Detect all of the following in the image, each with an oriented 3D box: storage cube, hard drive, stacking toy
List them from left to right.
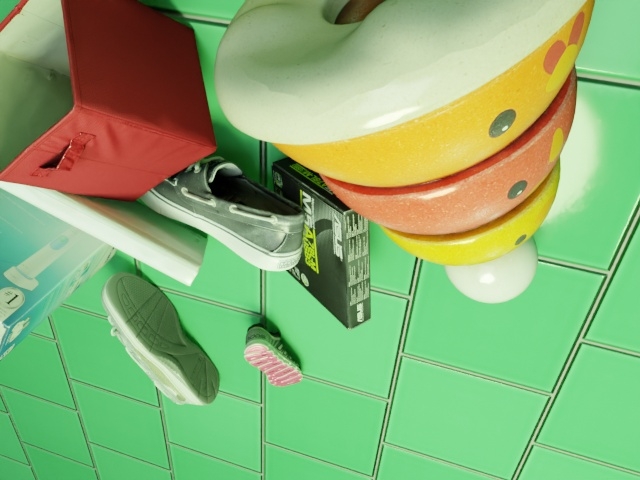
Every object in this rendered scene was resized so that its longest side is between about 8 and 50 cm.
[{"bbox_3d":[-0.271,-0.173,0.677,0.184,0.193,0.214,-24,72,32],"label":"storage cube"},{"bbox_3d":[-0.313,-0.044,0.799,0.308,0.203,0.040,29,95,-13],"label":"hard drive"},{"bbox_3d":[0.149,-0.094,0.599,0.351,0.350,0.480,-11,137,27],"label":"stacking toy"}]

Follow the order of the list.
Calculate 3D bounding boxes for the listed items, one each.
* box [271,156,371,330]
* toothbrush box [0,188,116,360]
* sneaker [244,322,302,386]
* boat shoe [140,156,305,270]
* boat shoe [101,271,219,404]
[{"bbox_3d":[0.000,0.000,0.765,0.184,0.045,0.190,42,144,47],"label":"box"},{"bbox_3d":[-0.477,0.007,0.859,0.216,0.295,0.126,37,129,-7],"label":"toothbrush box"},{"bbox_3d":[-0.083,0.204,0.992,0.063,0.074,0.170,-24,135,14],"label":"sneaker"},{"bbox_3d":[-0.148,-0.070,0.772,0.301,0.108,0.102,31,128,24],"label":"boat shoe"},{"bbox_3d":[-0.315,0.198,1.042,0.103,0.118,0.320,-17,122,25],"label":"boat shoe"}]
